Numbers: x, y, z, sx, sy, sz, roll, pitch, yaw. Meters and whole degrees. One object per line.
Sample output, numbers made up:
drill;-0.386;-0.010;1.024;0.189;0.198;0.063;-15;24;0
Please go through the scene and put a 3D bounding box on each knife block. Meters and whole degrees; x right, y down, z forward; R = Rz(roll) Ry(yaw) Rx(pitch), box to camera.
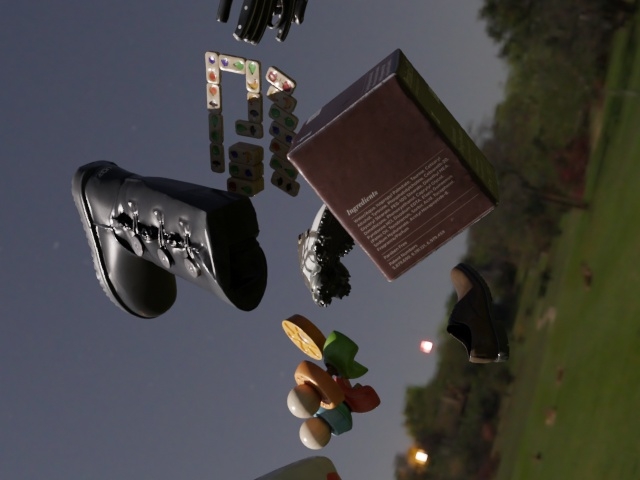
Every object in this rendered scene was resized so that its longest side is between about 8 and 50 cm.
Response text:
knife block;-0.081;-0.443;1.736;0.242;0.088;0.276;-45;-39;-25

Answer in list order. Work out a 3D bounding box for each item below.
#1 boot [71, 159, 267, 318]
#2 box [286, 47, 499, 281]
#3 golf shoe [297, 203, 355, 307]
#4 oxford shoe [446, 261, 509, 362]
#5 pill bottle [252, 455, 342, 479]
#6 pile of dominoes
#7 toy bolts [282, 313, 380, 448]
boot;-0.251;0.042;2.143;0.146;0.445;0.367;-44;-52;-30
box;0.091;-0.094;1.418;0.167;0.203;0.168;-36;12;16
golf shoe;0.000;0.000;1.618;0.077;0.094;0.198;-17;-43;-28
oxford shoe;0.280;0.134;2.205;0.083;0.096;0.227;93;165;-48
pill bottle;0.001;0.424;1.320;0.319;0.176;0.176;63;180;19
pile of dominoes;-0.130;-0.201;2.074;0.040;0.195;0.251;-36;-48;-50
toy bolts;-0.015;0.273;2.143;0.158;0.218;0.229;-45;-45;-20
